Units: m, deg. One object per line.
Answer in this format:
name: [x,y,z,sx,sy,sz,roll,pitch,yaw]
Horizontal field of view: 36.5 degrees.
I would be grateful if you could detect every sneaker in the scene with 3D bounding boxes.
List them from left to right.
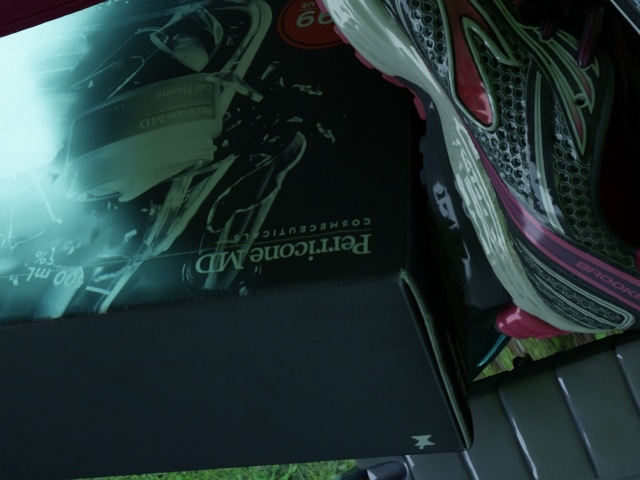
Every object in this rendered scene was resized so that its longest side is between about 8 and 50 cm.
sneaker: [0.090,-0.099,0.442,0.112,0.121,0.299,-13,107,56]

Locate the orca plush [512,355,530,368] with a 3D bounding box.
orca plush: [0.227,0.224,1.040,0.151,0.102,0.287,62,177,-18]

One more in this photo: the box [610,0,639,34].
box: [0.081,-0.168,0.243,0.270,0.060,0.216,59,176,25]

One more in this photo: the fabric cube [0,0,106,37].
fabric cube: [-0.153,-0.318,0.547,0.258,0.259,0.254,83,160,-53]

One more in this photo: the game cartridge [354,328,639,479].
game cartridge: [0.186,0.244,0.593,0.355,0.230,0.068,68,-159,2]

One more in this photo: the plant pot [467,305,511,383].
plant pot: [0.000,0.000,0.919,0.334,0.341,0.341,49,172,29]

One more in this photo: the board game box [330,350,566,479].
board game box: [0.095,0.209,0.786,0.078,0.347,0.233,61,176,4]

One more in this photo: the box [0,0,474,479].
box: [-0.083,-0.028,0.640,0.179,0.343,0.313,64,-157,-47]
